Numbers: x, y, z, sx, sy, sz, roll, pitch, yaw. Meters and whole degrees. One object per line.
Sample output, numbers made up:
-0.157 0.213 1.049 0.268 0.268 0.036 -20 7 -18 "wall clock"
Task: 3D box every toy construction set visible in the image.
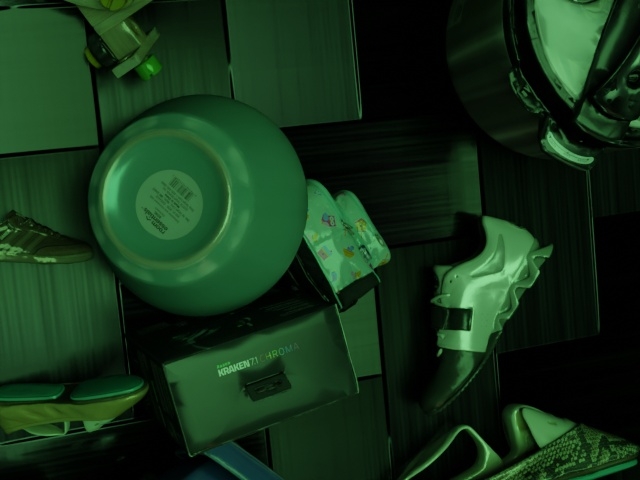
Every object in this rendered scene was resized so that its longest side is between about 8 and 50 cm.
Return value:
-0.236 -0.332 1.476 0.257 0.309 0.237 -31 109 -8 "toy construction set"

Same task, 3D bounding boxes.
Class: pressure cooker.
0.398 -0.300 1.619 0.376 0.420 0.369 -19 93 -12 "pressure cooker"

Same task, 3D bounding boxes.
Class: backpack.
0.000 0.000 1.646 0.144 0.166 0.188 -39 97 -16 "backpack"

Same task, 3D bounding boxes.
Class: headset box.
-0.112 0.168 1.554 0.246 0.283 0.131 -18 100 -19 "headset box"

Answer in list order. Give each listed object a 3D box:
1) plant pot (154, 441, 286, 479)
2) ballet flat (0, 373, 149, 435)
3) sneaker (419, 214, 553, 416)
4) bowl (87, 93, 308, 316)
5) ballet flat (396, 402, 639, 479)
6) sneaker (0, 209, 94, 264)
-0.139 0.398 1.525 0.236 0.236 0.212 39 70 -8 "plant pot"
-0.337 0.229 1.552 0.232 0.080 0.073 -5 109 15 "ballet flat"
0.218 0.112 1.775 0.146 0.122 0.330 31 84 -2 "sneaker"
-0.183 -0.052 1.505 0.312 0.163 0.311 0 88 10 "bowl"
0.279 0.365 1.795 0.483 0.164 0.182 -22 81 -16 "ballet flat"
-0.403 -0.005 1.548 0.188 0.066 0.071 2 92 -21 "sneaker"
